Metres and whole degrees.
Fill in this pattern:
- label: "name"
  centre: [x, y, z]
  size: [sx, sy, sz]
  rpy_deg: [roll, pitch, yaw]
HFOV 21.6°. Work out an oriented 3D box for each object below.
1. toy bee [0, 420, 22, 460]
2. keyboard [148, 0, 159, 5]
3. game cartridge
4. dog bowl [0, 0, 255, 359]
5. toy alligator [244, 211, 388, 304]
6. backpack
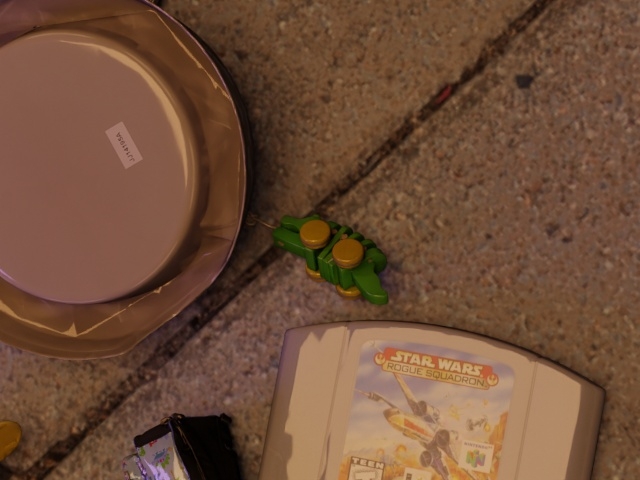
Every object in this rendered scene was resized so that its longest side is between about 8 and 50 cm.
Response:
- label: "toy bee"
  centre: [-0.390, 0.220, 1.553]
  size: [0.298, 0.162, 0.195]
  rpy_deg: [29, 74, 4]
- label: "keyboard"
  centre: [-0.315, -0.262, 1.612]
  size: [0.317, 0.033, 0.202]
  rpy_deg: [26, 92, -1]
- label: "game cartridge"
  centre: [0.097, 0.175, 1.505]
  size: [0.297, 0.062, 0.198]
  rpy_deg: [9, 92, 15]
- label: "dog bowl"
  centre: [-0.218, -0.070, 1.542]
  size: [0.348, 0.102, 0.349]
  rpy_deg: [3, 101, 14]
- label: "toy alligator"
  centre: [0.000, 0.000, 1.547]
  size: [0.189, 0.056, 0.051]
  rpy_deg: [31, 57, 30]
- label: "backpack"
  centre: [-0.118, 0.224, 1.526]
  size: [0.084, 0.105, 0.114]
  rpy_deg: [-32, 71, 23]
